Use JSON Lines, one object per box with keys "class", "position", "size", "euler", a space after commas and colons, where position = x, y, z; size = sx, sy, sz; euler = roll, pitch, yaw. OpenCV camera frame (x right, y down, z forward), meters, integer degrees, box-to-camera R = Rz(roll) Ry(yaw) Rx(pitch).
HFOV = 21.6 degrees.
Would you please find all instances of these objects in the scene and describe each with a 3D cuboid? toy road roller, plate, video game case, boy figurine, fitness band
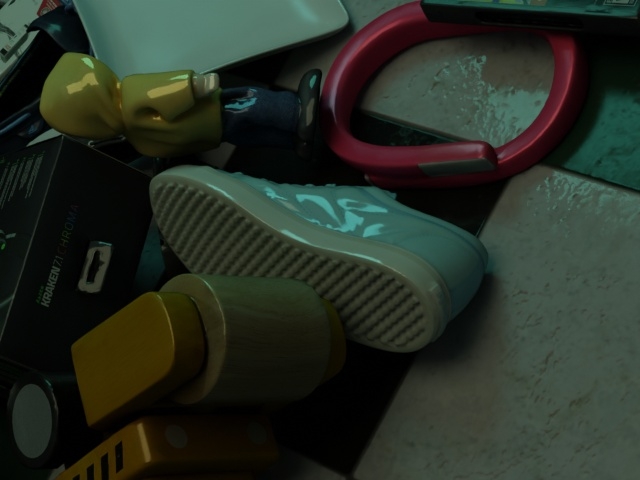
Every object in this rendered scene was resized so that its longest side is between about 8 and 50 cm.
{"class": "toy road roller", "position": [-0.121, 0.194, 1.551], "size": [0.329, 0.202, 0.241], "euler": [-37, 61, 39]}
{"class": "plate", "position": [-0.138, -0.277, 1.904], "size": [0.278, 0.045, 0.277], "euler": [-20, 52, -8]}
{"class": "video game case", "position": [0.262, -0.321, 1.680], "size": [0.248, 0.035, 0.275], "euler": [10, 60, 37]}
{"class": "boy figurine", "position": [-0.144, -0.135, 1.739], "size": [0.285, 0.177, 0.092], "euler": [6, 73, 1]}
{"class": "fitness band", "position": [0.132, -0.153, 1.701], "size": [0.291, 0.054, 0.209], "euler": [0, 62, 34]}

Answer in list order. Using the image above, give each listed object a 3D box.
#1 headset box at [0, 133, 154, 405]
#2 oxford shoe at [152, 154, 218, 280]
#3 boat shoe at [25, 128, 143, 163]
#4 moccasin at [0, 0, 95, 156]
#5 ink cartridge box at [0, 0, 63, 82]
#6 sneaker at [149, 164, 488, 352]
{"class": "headset box", "position": [-0.314, 0.038, 1.787], "size": [0.283, 0.131, 0.246], "euler": [-13, 58, 51]}
{"class": "oxford shoe", "position": [-0.132, -0.050, 1.819], "size": [0.096, 0.083, 0.227], "euler": [-12, 50, -1]}
{"class": "boat shoe", "position": [-0.267, -0.088, 1.908], "size": [0.228, 0.080, 0.076], "euler": [-26, 56, 33]}
{"class": "moccasin", "position": [-0.291, -0.223, 1.990], "size": [0.137, 0.117, 0.342], "euler": [21, 77, 41]}
{"class": "ink cartridge box", "position": [-0.370, -0.251, 2.103], "size": [0.135, 0.056, 0.099], "euler": [-46, 49, 4]}
{"class": "sneaker", "position": [0.000, 0.000, 1.655], "size": [0.366, 0.135, 0.150], "euler": [24, 39, 30]}
